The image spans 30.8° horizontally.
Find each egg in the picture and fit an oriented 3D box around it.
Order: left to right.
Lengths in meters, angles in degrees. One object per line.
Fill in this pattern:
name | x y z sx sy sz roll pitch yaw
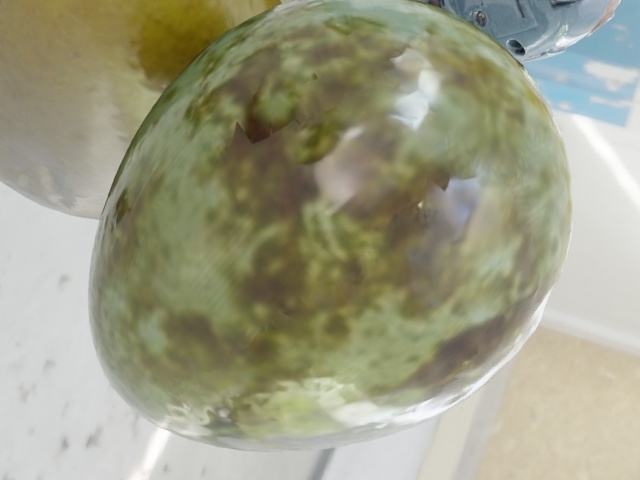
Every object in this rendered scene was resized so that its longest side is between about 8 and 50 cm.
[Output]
egg | 0.000 0.000 0.644 0.289 0.238 0.238 -44 173 13

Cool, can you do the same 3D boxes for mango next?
mango | -0.160 -0.149 0.853 0.220 0.301 0.445 -58 -174 -18

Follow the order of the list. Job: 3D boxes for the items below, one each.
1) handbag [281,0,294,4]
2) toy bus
handbag | 0.051 -0.288 1.428 0.236 0.358 0.160 -56 151 16
toy bus | 0.223 -0.337 1.163 0.232 0.197 0.294 -22 98 -32
